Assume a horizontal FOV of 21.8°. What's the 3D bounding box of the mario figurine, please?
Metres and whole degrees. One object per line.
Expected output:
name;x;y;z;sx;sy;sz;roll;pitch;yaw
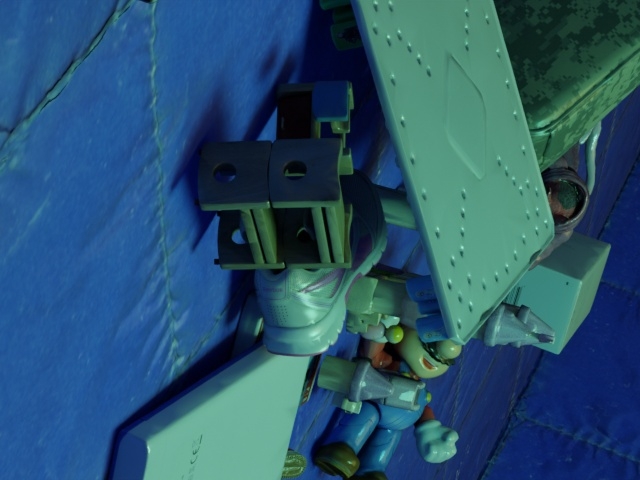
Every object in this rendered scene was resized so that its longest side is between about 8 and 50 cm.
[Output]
mario figurine;0.125;0.200;2.313;0.321;0.170;0.198;-63;162;-16

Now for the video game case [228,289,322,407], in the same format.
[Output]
video game case;-0.046;0.128;1.903;0.285;0.025;0.204;-26;135;-67

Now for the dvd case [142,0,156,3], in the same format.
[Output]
dvd case;-0.070;-0.299;1.262;0.239;0.029;0.179;-45;153;-54

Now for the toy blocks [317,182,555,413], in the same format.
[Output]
toy blocks;0.169;0.100;2.080;0.288;0.260;0.309;-5;110;-79

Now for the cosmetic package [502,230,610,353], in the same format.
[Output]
cosmetic package;0.327;0.056;2.697;0.224;0.224;0.138;-36;144;-62

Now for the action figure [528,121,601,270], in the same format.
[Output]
action figure;0.326;-0.055;2.439;0.370;0.275;0.248;-130;-141;-77

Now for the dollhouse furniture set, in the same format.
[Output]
dollhouse furniture set;-0.039;-0.083;1.530;0.129;0.128;0.184;79;11;-61

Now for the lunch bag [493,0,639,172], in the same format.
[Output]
lunch bag;0.285;-0.212;2.139;0.305;0.212;0.256;-41;161;-16

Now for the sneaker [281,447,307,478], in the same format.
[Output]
sneaker;-0.078;0.249;1.940;0.118;0.067;0.042;16;98;-44

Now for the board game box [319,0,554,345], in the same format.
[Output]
board game box;0.136;-0.128;1.796;0.390;0.050;0.390;-39;114;-61

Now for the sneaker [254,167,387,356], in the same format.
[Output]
sneaker;0.000;0.000;1.746;0.252;0.103;0.111;-69;153;-44

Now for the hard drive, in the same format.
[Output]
hard drive;-0.119;0.229;1.698;0.318;0.040;0.210;-30;138;-57
